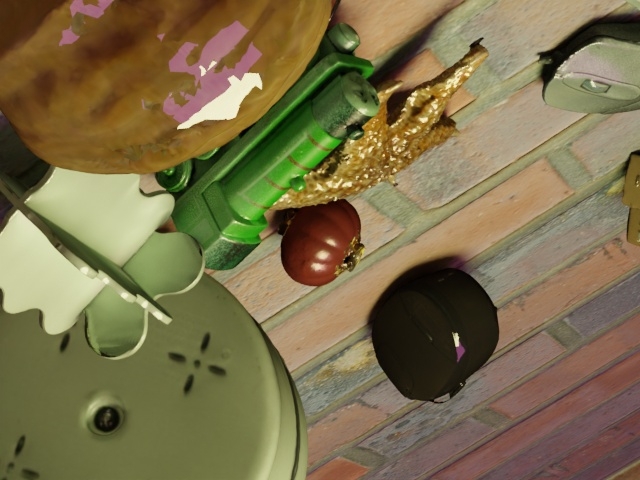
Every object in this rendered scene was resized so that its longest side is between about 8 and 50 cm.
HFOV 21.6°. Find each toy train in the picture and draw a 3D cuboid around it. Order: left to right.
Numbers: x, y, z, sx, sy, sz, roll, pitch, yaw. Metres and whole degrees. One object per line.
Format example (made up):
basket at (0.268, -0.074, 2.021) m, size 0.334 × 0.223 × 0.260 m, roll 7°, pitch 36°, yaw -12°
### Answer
toy train at (-0.046, -0.085, 1.480) m, size 0.251 × 0.119 × 0.085 m, roll -41°, pitch 152°, yaw 30°

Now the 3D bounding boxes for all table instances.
table at (-0.210, -0.002, 1.414) m, size 0.166 × 0.166 × 0.198 m, roll -31°, pitch 156°, yaw 7°

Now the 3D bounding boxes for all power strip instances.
power strip at (-0.180, 0.179, 1.617) m, size 0.357 × 0.357 × 0.161 m, roll -28°, pitch 157°, yaw 0°

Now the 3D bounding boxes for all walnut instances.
walnut at (-0.115, -0.163, 1.117) m, size 0.261 × 0.225 × 0.225 m, roll -35°, pitch 155°, yaw 19°

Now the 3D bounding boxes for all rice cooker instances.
rice cooker at (0.142, 0.118, 2.071) m, size 0.118 × 0.142 × 0.203 m, roll -29°, pitch 163°, yaw -29°

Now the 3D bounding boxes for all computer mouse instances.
computer mouse at (0.321, -0.175, 1.751) m, size 0.229 × 0.068 × 0.113 m, roll -10°, pitch 149°, yaw -36°

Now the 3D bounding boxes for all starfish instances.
starfish at (0.061, -0.090, 1.592) m, size 0.299 × 0.060 × 0.302 m, roll -21°, pitch 167°, yaw -28°

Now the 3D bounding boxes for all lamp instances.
lamp at (0.000, 0.000, 1.736) m, size 0.101 × 0.090 × 0.101 m, roll -60°, pitch 168°, yaw -21°

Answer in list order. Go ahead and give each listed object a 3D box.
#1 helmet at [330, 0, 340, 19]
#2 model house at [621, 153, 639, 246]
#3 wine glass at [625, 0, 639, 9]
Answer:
helmet at (-0.009, -0.200, 1.369) m, size 0.065 × 0.049 × 0.084 m, roll -60°, pitch -173°, yaw -10°
model house at (0.459, -0.086, 2.012) m, size 0.181 × 0.176 × 0.248 m, roll -58°, pitch 157°, yaw -46°
wine glass at (0.285, -0.254, 1.557) m, size 0.155 × 0.073 × 0.073 m, roll 7°, pitch 139°, yaw -47°
